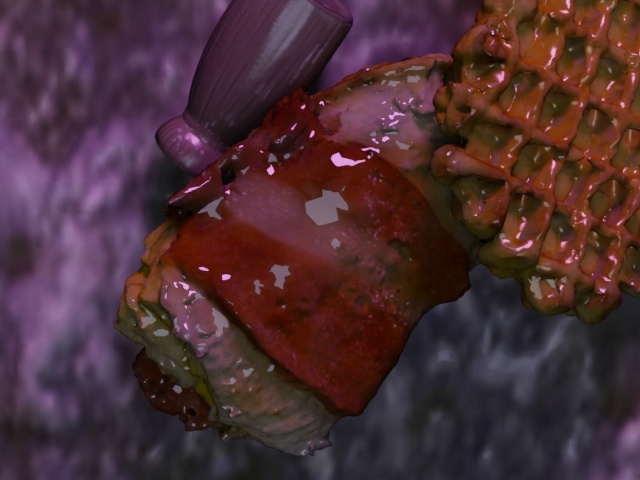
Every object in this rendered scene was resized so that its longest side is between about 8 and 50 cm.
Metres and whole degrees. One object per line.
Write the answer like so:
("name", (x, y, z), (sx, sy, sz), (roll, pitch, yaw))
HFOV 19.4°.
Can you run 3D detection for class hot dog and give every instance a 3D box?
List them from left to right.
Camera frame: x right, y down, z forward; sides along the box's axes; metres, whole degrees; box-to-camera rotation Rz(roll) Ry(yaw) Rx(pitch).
("hot dog", (0.000, 0.000, 0.851), (0.213, 0.103, 0.146), (-43, 125, -13))

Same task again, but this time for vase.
("vase", (-0.033, -0.076, 0.861), (0.053, 0.053, 0.101), (33, 105, -9))

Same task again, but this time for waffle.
("waffle", (0.122, -0.057, 0.838), (0.191, 0.038, 0.191), (-2, 94, -36))
